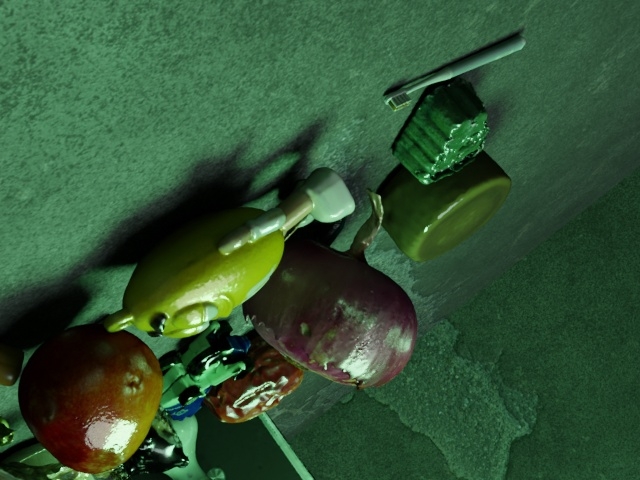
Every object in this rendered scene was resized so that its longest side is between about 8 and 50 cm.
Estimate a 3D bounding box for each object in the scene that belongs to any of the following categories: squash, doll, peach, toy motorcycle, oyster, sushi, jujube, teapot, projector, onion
[{"bbox_3d":[-0.571,0.325,1.640,0.090,0.075,0.200,-2,167,-33],"label":"squash"},{"bbox_3d":[-0.138,0.019,1.582,0.423,0.161,0.348,-38,173,5],"label":"doll"},{"bbox_3d":[-0.362,0.247,1.496,0.199,0.243,0.243,1,-179,29],"label":"peach"},{"bbox_3d":[-0.284,0.311,2.094,0.331,0.125,0.196,-42,164,26],"label":"toy motorcycle"},{"bbox_3d":[-0.585,0.463,1.774,0.271,0.100,0.275,15,129,-16],"label":"oyster"},{"bbox_3d":[-0.397,0.381,1.867,0.218,0.225,0.238,-25,154,-16],"label":"sushi"},{"bbox_3d":[-0.160,0.324,2.262,0.250,0.174,0.174,-35,163,-16],"label":"jujube"},{"bbox_3d":[-0.341,0.533,2.309,0.183,0.251,0.183,-34,163,-12],"label":"teapot"},{"bbox_3d":[-0.257,0.639,2.497,0.405,0.395,0.242,-36,162,-10],"label":"projector"},{"bbox_3d":[0.041,0.127,1.872,0.345,0.358,0.358,-37,163,-10],"label":"onion"}]

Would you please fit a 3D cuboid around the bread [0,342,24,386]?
[{"bbox_3d":[-0.503,0.179,1.454,0.049,0.103,0.062,-42,-151,50],"label":"bread"}]

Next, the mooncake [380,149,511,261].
[{"bbox_3d":[0.258,-0.092,2.049,0.284,0.155,0.284,-31,161,-12],"label":"mooncake"}]

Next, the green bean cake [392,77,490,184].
[{"bbox_3d":[0.257,-0.218,1.814,0.193,0.107,0.208,-25,157,-32],"label":"green bean cake"}]

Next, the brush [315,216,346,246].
[{"bbox_3d":[0.000,0.000,1.980,0.032,0.043,0.193,-1,146,-32],"label":"brush"}]

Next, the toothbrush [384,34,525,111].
[{"bbox_3d":[0.245,-0.302,1.698,0.342,0.030,0.025,-29,165,-30],"label":"toothbrush"}]

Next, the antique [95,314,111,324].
[{"bbox_3d":[-0.411,0.223,1.663,0.183,0.088,0.086,-34,162,-9],"label":"antique"}]

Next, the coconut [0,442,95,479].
[{"bbox_3d":[-0.555,0.534,1.928,0.224,0.234,0.224,-28,162,-10],"label":"coconut"}]
